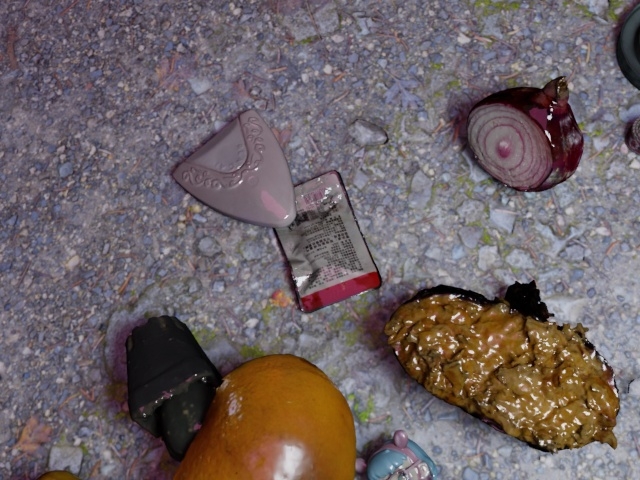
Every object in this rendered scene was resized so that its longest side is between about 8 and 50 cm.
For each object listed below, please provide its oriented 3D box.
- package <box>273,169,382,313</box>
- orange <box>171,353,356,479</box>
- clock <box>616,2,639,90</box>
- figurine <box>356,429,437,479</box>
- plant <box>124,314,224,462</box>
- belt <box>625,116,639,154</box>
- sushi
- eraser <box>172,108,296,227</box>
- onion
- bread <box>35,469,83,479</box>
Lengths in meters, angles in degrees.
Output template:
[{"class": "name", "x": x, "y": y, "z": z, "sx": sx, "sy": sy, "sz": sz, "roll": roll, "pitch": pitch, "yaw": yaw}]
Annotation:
[{"class": "package", "x": 0.000, "y": 0.000, "z": 1.173, "sx": 0.154, "sy": 0.030, "sz": 0.239, "roll": -21, "pitch": 67, "yaw": 2}, {"class": "orange", "x": -0.072, "y": 0.333, "z": 0.975, "sx": 0.274, "sy": 0.274, "sz": 0.310, "roll": 8, "pitch": 47, "yaw": 9}, {"class": "clock", "x": 0.653, "y": -0.353, "z": 1.199, "sx": 0.214, "sy": 0.042, "sz": 0.215, "roll": -2, "pitch": 72, "yaw": 6}, {"class": "figurine", "x": 0.146, "y": 0.430, "z": 1.000, "sx": 0.205, "sy": 0.103, "sz": 0.260, "roll": -45, "pitch": 71, "yaw": 30}, {"class": "plant", "x": -0.228, "y": 0.246, "z": 1.062, "sx": 0.141, "sy": 0.164, "sz": 0.256, "roll": -33, "pitch": 57, "yaw": -8}, {"class": "belt", "x": 0.641, "y": -0.141, "z": 1.130, "sx": 0.232, "sy": 0.053, "sz": 0.071, "roll": 36, "pitch": 79, "yaw": 16}, {"class": "sushi", "x": 0.279, "y": 0.169, "z": 1.000, "sx": 0.348, "sy": 0.207, "sz": 0.234, "roll": 23, "pitch": 84, "yaw": 15}, {"class": "eraser", "x": -0.132, "y": -0.117, "z": 1.204, "sx": 0.204, "sy": 0.059, "sz": 0.243, "roll": -42, "pitch": 63, "yaw": -8}, {"class": "onion", "x": 0.362, "y": -0.196, "z": 1.098, "sx": 0.139, "sy": 0.218, "sz": 0.195, "roll": -23, "pitch": 62, "yaw": -29}, {"class": "bread", "x": -0.388, "y": 0.547, "z": 0.995, "sx": 0.328, "sy": 0.148, "sz": 0.337, "roll": 36, "pitch": 82, "yaw": 20}]
